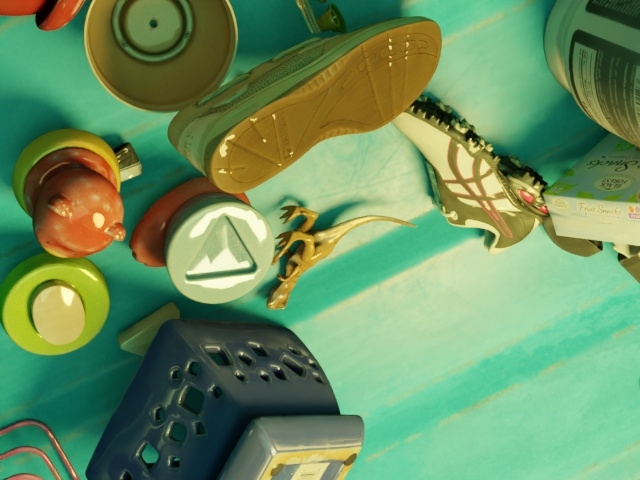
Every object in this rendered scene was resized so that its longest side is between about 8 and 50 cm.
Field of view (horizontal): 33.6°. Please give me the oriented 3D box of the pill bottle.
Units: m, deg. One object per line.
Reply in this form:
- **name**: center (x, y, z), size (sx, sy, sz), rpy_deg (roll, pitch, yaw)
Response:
- **pill bottle**: center (0.399, -0.200, 1.176), size (0.210, 0.363, 0.210), rpy_deg (-4, 112, -11)

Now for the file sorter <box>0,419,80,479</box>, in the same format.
- **file sorter**: center (-0.384, 0.375, 1.255), size (0.202, 0.291, 0.182), rpy_deg (-26, 112, -3)

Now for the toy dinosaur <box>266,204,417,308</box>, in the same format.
- **toy dinosaur**: center (0.000, 0.000, 1.334), size (0.211, 0.064, 0.112), rpy_deg (-38, 133, 13)

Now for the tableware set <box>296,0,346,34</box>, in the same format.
- **tableware set**: center (-0.013, -0.302, 1.188), size (0.024, 0.104, 0.154), rpy_deg (-23, 93, 23)

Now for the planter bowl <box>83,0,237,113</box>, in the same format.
- **planter bowl**: center (-0.179, -0.232, 1.164), size (0.162, 0.109, 0.162), rpy_deg (-5, 113, -13)

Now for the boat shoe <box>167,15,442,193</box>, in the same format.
- **boat shoe**: center (-0.010, -0.174, 1.172), size (0.341, 0.110, 0.122), rpy_deg (-29, 136, -29)

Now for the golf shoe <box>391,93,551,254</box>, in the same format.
- **golf shoe**: center (0.173, -0.081, 1.314), size (0.272, 0.105, 0.120), rpy_deg (34, 107, -22)

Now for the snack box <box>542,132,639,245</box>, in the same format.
- **snack box**: center (0.404, -0.079, 1.289), size (0.207, 0.174, 0.070), rpy_deg (-40, 118, -27)

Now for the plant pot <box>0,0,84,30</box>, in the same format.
- **plant pot**: center (-0.311, -0.311, 1.063), size (0.174, 0.191, 0.191), rpy_deg (22, 104, -27)

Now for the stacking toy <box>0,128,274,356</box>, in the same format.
- **stacking toy**: center (-0.215, 0.045, 1.221), size (0.308, 0.130, 0.280), rpy_deg (14, 110, -30)

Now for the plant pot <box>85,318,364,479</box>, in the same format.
- **plant pot**: center (-0.098, 0.248, 1.267), size (0.236, 0.212, 0.236), rpy_deg (12, 112, -51)

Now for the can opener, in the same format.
- **can opener**: center (0.416, 0.018, 1.437), size (0.280, 0.074, 0.093), rpy_deg (36, 133, -21)

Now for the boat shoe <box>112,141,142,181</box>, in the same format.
- **boat shoe**: center (-0.280, -0.077, 1.238), size (0.142, 0.049, 0.040), rpy_deg (-19, 107, -12)
